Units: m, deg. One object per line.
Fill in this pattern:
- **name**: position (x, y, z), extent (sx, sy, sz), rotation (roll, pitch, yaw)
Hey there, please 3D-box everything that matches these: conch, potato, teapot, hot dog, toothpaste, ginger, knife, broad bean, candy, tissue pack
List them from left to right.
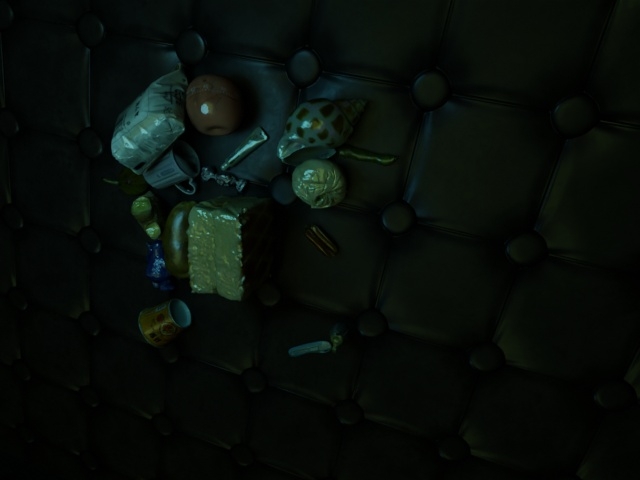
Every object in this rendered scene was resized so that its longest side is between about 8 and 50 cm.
- **tissue pack**: position (-0.696, -0.504, 1.694), extent (0.390, 0.195, 0.375), rotation (-29, 53, 26)
- **ginger**: position (-0.767, -0.093, 1.909), extent (0.123, 0.218, 0.270), rotation (-14, 136, -5)
- **potato**: position (-0.611, 0.002, 1.893), extent (0.196, 0.176, 0.368), rotation (5, 101, 12)
- **candy**: position (-0.429, -0.268, 1.830), extent (0.227, 0.051, 0.093), rotation (17, 120, 12)
- **toothpaste**: position (-0.334, -0.384, 1.773), extent (0.255, 0.037, 0.067), rotation (-37, 88, 19)
- **knife**: position (-0.051, 0.515, 1.955), extent (0.222, 0.031, 0.064), rotation (-16, 104, 20)
- **hot dog**: position (0.000, 0.000, 1.780), extent (0.072, 0.055, 0.188), rotation (-43, 91, 19)
- **conch**: position (0.005, -0.426, 1.585), extent (0.368, 0.249, 0.197), rotation (-7, 59, 13)
- **teapot**: position (0.085, 0.442, 1.864), extent (0.092, 0.091, 0.124), rotation (-12, 101, 20)
- **broad bean**: position (0.180, -0.334, 1.636), extent (0.256, 0.052, 0.052), rotation (13, 71, 11)

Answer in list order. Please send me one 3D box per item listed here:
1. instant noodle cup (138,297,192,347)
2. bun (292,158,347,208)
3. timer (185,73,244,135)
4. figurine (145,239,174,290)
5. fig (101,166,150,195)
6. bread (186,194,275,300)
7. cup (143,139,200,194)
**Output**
- **instant noodle cup**: position (-0.751, 0.394, 2.034), extent (0.172, 0.216, 0.215), rotation (-30, 96, 12)
- **bun**: position (0.000, -0.215, 1.649), extent (0.230, 0.145, 0.229), rotation (3, 149, 2)
- **timer**: position (-0.418, -0.537, 1.646), extent (0.230, 0.230, 0.214), rotation (-7, 83, 17)
- **figurine**: position (-0.782, 0.117, 1.999), extent (0.164, 0.121, 0.262), rotation (-5, 102, 21)
- **fig**: position (-0.855, -0.277, 1.874), extent (0.142, 0.186, 0.148), rotation (-44, 98, 5)
- **bread**: position (-0.358, 0.007, 1.712), extent (0.280, 0.390, 0.370), rotation (3, 108, 10)
- **cup**: position (-0.651, -0.301, 1.818), extent (0.202, 0.167, 0.220), rotation (-18, 91, 23)
